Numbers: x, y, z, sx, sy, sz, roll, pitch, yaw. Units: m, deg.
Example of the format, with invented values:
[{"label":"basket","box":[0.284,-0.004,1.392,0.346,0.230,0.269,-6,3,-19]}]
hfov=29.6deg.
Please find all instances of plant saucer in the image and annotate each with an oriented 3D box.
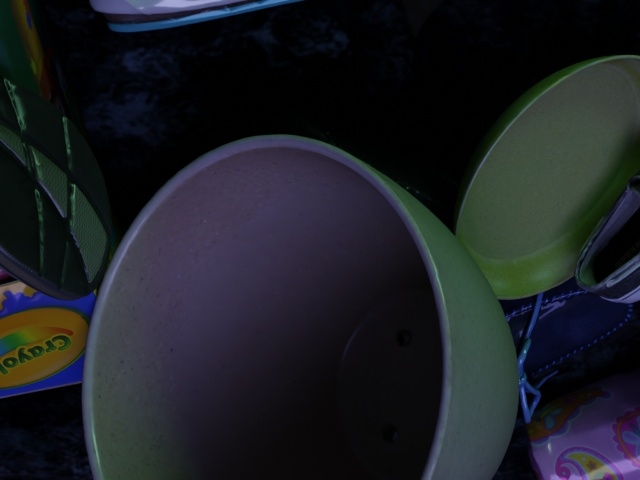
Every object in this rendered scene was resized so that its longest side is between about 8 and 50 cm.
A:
[{"label":"plant saucer","box":[0.201,-0.057,1.024,0.241,0.037,0.241,-22,136,-23]}]

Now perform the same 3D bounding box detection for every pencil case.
[{"label":"pencil case","box":[0.349,0.181,1.228,0.284,0.124,0.124,-24,127,10]}]

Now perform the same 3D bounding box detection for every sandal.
[{"label":"sandal","box":[-0.260,-0.063,0.777,0.302,0.120,0.086,34,142,-28]}]

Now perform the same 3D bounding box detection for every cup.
[{"label":"cup","box":[0.019,0.108,0.914,0.331,0.331,0.237,-43,147,24]}]

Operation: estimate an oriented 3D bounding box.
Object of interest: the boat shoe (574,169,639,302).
[{"label":"boat shoe","box":[0.302,-0.036,1.037,0.070,0.078,0.219,14,116,-47]}]

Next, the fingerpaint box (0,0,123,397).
[{"label":"fingerpaint box","box":[-0.408,-0.032,0.932,0.444,0.163,0.371,-10,128,1]}]

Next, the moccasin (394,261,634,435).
[{"label":"moccasin","box":[0.145,0.128,1.159,0.342,0.117,0.138,-27,127,13]}]

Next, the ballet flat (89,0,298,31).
[{"label":"ballet flat","box":[0.025,-0.234,0.865,0.400,0.139,0.139,-6,129,-1]}]

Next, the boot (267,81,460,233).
[{"label":"boot","box":[0.000,0.000,1.053,0.246,0.094,0.207,30,115,-34]}]
